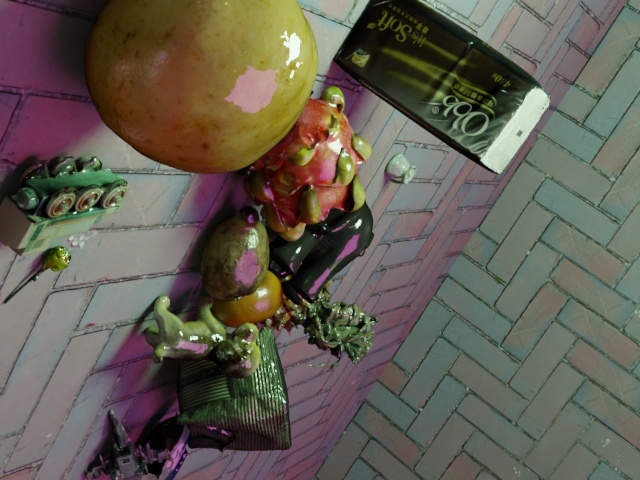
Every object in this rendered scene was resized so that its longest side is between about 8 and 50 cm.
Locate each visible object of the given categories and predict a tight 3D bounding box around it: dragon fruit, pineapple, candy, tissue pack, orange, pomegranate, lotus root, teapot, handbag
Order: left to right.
[{"bbox_3d":[-0.425,0.054,1.286,0.123,0.035,0.035,-40,126,-8],"label":"candy"},{"bbox_3d":[-0.153,-0.219,1.089,0.307,0.307,0.307,-44,158,-23],"label":"pomegranate"},{"bbox_3d":[-0.193,0.336,1.890,0.240,0.247,0.341,-9,153,-4],"label":"handbag"},{"bbox_3d":[-0.160,0.024,1.670,0.138,0.138,0.214,-22,137,-55],"label":"lotus root"},{"bbox_3d":[-0.156,0.116,1.815,0.156,0.124,0.156,-20,175,-2],"label":"orange"},{"bbox_3d":[-0.039,-0.135,1.575,0.307,0.243,0.227,-21,-145,45],"label":"dragon fruit"},{"bbox_3d":[0.009,0.180,2.076,0.262,0.271,0.262,-44,159,-22],"label":"pineapple"},{"bbox_3d":[0.207,-0.177,2.219,0.064,0.064,0.083,-31,151,-44],"label":"teapot"},{"bbox_3d":[0.243,-0.304,1.646,0.198,0.370,0.210,-54,160,8],"label":"tissue pack"}]

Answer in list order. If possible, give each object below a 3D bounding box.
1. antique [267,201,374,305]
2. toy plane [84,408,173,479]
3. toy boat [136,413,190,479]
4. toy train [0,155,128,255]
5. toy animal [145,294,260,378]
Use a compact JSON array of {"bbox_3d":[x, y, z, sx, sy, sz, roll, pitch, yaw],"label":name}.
[{"bbox_3d":[0.000,0.000,1.859,0.255,0.185,0.322,-50,-173,-16],"label":"antique"},{"bbox_3d":[-0.425,0.461,1.859,0.192,0.088,0.262,-13,140,-10],"label":"toy plane"},{"bbox_3d":[-0.369,0.514,2.026,0.115,0.114,0.262,7,116,-55],"label":"toy boat"},{"bbox_3d":[-0.356,-0.051,1.197,0.125,0.081,0.194,-51,165,25],"label":"toy train"},{"bbox_3d":[-0.230,0.190,1.685,0.233,0.169,0.121,10,123,-31],"label":"toy animal"}]
